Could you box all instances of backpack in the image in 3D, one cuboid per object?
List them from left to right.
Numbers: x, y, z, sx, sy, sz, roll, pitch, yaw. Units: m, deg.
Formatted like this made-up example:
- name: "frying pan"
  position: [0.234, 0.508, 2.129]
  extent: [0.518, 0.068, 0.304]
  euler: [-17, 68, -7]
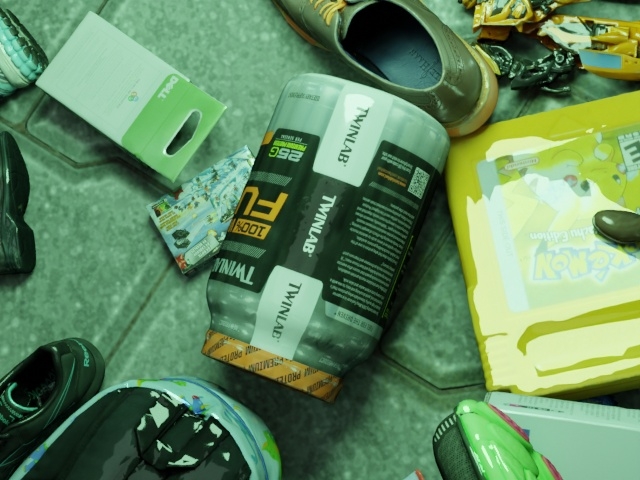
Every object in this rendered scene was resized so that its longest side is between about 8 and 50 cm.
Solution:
- name: "backpack"
  position: [-0.198, 0.302, 1.559]
  extent: [0.290, 0.273, 0.355]
  euler: [34, 107, 17]

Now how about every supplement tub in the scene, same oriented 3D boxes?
- name: "supplement tub"
  position: [0.000, 0.000, 1.601]
  extent: [0.194, 0.193, 0.316]
  euler: [19, 82, 13]

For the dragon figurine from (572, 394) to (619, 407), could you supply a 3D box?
- name: "dragon figurine"
  position: [0.369, 0.208, 1.550]
  extent: [0.289, 0.085, 0.144]
  euler: [0, 78, 11]

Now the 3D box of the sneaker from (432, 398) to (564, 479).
- name: "sneaker"
  position: [0.160, 0.386, 1.399]
  extent: [0.202, 0.185, 0.482]
  euler: [-9, 100, 12]

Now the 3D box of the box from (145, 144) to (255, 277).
- name: "box"
  position: [-0.116, -0.033, 1.715]
  extent: [0.137, 0.027, 0.094]
  euler: [-31, 73, 2]

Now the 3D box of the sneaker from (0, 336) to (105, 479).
- name: "sneaker"
  position: [-0.355, 0.205, 1.665]
  extent: [0.101, 0.106, 0.267]
  euler: [41, 88, 14]

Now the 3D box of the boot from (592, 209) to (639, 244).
- name: "boot"
  position: [0.320, -0.031, 1.507]
  extent: [0.106, 0.114, 0.037]
  euler: [17, 69, 19]

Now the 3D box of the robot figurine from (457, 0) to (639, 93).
- name: "robot figurine"
  position: [0.294, -0.265, 1.666]
  extent: [0.291, 0.085, 0.211]
  euler: [6, 78, 11]

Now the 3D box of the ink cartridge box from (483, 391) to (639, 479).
- name: "ink cartridge box"
  position: [0.307, 0.328, 1.483]
  extent: [0.330, 0.071, 0.324]
  euler: [6, 103, 12]

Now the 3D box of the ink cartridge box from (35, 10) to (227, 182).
- name: "ink cartridge box"
  position: [-0.211, -0.159, 1.741]
  extent: [0.209, 0.062, 0.109]
  euler: [35, 86, 15]

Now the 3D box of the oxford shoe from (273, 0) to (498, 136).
- name: "oxford shoe"
  position: [0.041, -0.258, 1.665]
  extent: [0.364, 0.133, 0.130]
  euler: [40, 97, 27]

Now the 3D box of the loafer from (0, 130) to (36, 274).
- name: "loafer"
  position: [-0.371, -0.042, 1.745]
  extent: [0.061, 0.062, 0.170]
  euler: [-9, 75, 12]

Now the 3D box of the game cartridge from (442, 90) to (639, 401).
- name: "game cartridge"
  position: [0.288, 0.003, 1.588]
  extent: [0.285, 0.052, 0.323]
  euler: [-13, 60, 7]

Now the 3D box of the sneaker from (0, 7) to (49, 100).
- name: "sneaker"
  position: [-0.449, -0.274, 1.785]
  extent: [0.122, 0.110, 0.283]
  euler: [-39, 74, 3]

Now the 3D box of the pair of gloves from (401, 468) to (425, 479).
- name: "pair of gloves"
  position: [0.069, 0.346, 1.604]
  extent: [0.159, 0.023, 0.198]
  euler: [-25, 74, 4]
